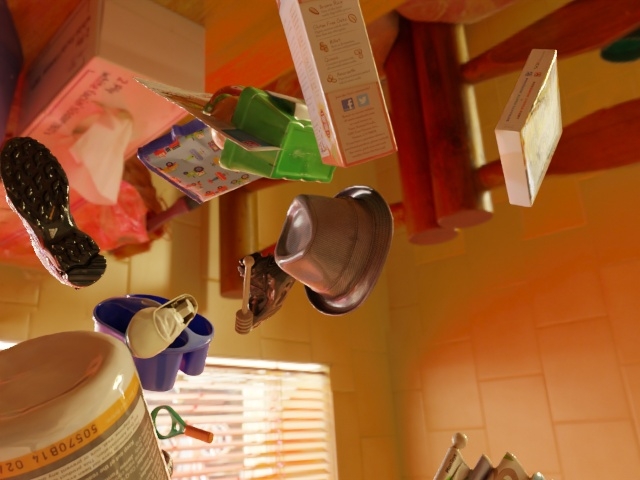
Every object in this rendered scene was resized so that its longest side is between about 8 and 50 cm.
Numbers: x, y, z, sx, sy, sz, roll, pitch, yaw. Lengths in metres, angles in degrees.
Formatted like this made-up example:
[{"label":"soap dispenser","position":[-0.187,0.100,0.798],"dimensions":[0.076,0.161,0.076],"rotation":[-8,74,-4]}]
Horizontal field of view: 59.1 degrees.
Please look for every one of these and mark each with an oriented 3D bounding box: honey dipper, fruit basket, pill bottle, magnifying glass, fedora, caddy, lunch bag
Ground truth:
[{"label":"honey dipper","position":[-0.123,0.091,0.941],"dimensions":[0.031,0.030,0.160],"rotation":[1,126,-14]},{"label":"fruit basket","position":[-0.134,-0.244,1.107],"dimensions":[0.327,0.353,0.165],"rotation":[-2,126,-53]},{"label":"pill bottle","position":[-0.217,0.236,0.507],"dimensions":[0.162,0.278,0.162],"rotation":[-8,-160,3]},{"label":"magnifying glass","position":[-0.382,0.508,1.531],"dimensions":[0.231,0.092,0.026],"rotation":[4,175,31]},{"label":"fedora","position":[0.000,0.000,1.005],"dimensions":[0.124,0.243,0.275],"rotation":[20,-171,-23]},{"label":"caddy","position":[-0.444,0.245,1.498],"dimensions":[0.341,0.179,0.241],"rotation":[20,-160,27]},{"label":"lunch bag","position":[-0.283,-0.214,1.372],"dimensions":[0.221,0.138,0.293],"rotation":[-21,168,12]}]

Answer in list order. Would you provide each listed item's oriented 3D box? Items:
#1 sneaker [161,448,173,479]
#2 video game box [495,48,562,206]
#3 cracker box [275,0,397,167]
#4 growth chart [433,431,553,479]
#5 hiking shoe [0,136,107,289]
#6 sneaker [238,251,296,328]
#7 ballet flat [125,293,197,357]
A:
[{"label":"sneaker","position":[-0.407,0.495,1.207],"dimensions":[0.106,0.162,0.281],"rotation":[-36,-163,-2]},{"label":"video game box","position":[0.370,-0.191,0.987],"dimensions":[0.048,0.187,0.205],"rotation":[13,154,32]},{"label":"cracker box","position":[0.011,-0.205,0.648],"dimensions":[0.067,0.232,0.156],"rotation":[-18,-168,-5]},{"label":"growth chart","position":[0.191,0.298,0.545],"dimensions":[0.237,0.172,0.021],"rotation":[37,146,-6]},{"label":"hiking shoe","position":[-0.524,-0.042,1.065],"dimensions":[0.113,0.304,0.132],"rotation":[-28,-172,-42]},{"label":"sneaker","position":[-0.148,0.114,1.369],"dimensions":[0.087,0.130,0.227],"rotation":[-26,154,-45]},{"label":"ballet flat","position":[-0.289,0.151,1.072],"dimensions":[0.086,0.086,0.248],"rotation":[-4,-173,3]}]
